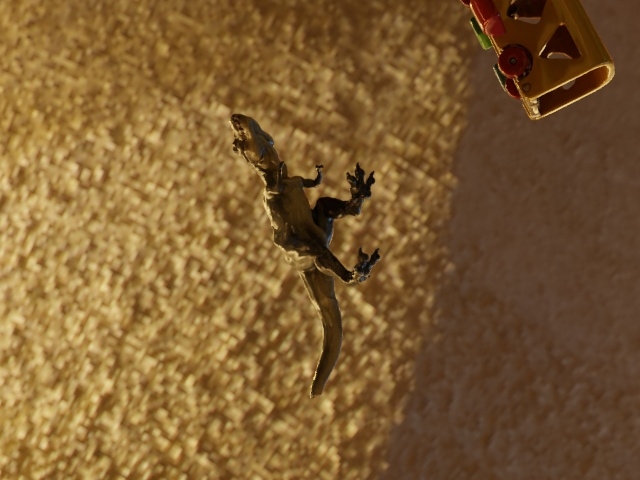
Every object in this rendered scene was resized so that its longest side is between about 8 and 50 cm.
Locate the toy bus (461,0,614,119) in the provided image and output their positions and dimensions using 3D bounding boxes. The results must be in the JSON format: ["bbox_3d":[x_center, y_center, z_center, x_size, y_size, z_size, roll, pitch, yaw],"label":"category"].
[{"bbox_3d":[0.189,-0.213,1.422,0.202,0.104,0.191,60,-173,-34],"label":"toy bus"}]

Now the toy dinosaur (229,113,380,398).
[{"bbox_3d":[0.000,0.000,1.415,0.064,0.118,0.268,-12,-97,-48],"label":"toy dinosaur"}]
